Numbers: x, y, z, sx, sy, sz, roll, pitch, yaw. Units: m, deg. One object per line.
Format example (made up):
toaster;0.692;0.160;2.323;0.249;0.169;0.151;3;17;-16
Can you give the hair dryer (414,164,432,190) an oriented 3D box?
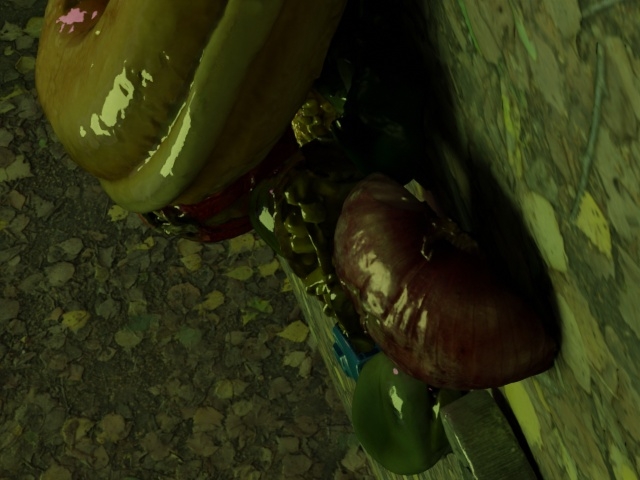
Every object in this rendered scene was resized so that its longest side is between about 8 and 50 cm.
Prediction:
hair dryer;0.062;-0.125;1.424;0.183;0.044;0.155;53;-176;33

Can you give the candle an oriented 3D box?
candle;0.200;0.268;1.505;0.168;0.068;0.192;-123;10;-59

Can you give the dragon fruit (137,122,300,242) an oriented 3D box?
dragon fruit;-0.155;-0.143;2.161;0.277;0.278;0.342;83;-156;-67

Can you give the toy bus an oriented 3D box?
toy bus;0.083;0.173;2.043;0.184;0.106;0.090;-129;16;-71

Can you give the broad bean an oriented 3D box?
broad bean;0.112;0.223;1.764;0.228;0.100;0.169;-22;82;67

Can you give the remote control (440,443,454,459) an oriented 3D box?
remote control;0.125;0.161;1.870;0.103;0.056;0.277;-167;57;-83

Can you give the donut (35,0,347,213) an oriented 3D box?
donut;-0.119;-0.241;1.258;0.449;0.198;0.448;-38;44;50

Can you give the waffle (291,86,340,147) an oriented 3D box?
waffle;-0.021;-0.214;1.813;0.197;0.070;0.193;-114;6;-48

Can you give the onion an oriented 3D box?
onion;0.105;0.066;1.234;0.227;0.120;0.283;45;178;26

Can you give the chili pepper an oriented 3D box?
chili pepper;0.039;-0.172;1.285;0.148;0.116;0.264;53;-173;-47

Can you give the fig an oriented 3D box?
fig;0.000;0.000;2.034;0.259;0.151;0.151;57;177;-14

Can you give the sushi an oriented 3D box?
sushi;0.041;0.003;1.397;0.179;0.167;0.296;43;163;34
